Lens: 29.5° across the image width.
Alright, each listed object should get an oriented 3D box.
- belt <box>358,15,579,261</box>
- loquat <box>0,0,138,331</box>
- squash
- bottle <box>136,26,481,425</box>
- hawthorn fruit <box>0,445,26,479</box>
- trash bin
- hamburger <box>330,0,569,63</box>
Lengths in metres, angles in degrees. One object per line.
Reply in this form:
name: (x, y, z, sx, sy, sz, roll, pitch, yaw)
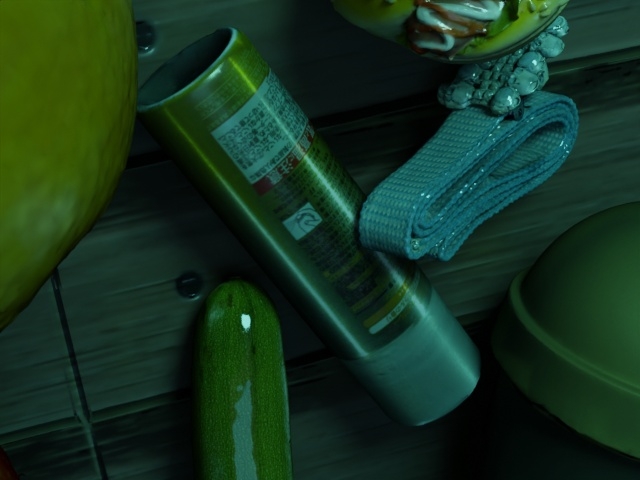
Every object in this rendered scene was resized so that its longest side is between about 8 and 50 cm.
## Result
belt: (0.092, -0.058, 0.752, 0.179, 0.065, 0.100, -41, 129, -33)
loquat: (-0.242, -0.077, 0.540, 0.328, 0.328, 0.328, -6, 111, -15)
squash: (-0.049, 0.149, 0.789, 0.066, 0.066, 0.252, -6, 92, -15)
bottle: (0.000, 0.000, 0.769, 0.082, 0.082, 0.286, -39, 115, 0)
hawthorn fruit: (-0.254, 0.169, 0.715, 0.169, 0.169, 0.188, -4, 87, -15)
trash bin: (0.205, 0.134, 0.812, 0.214, 0.214, 0.334, 6, 111, -19)
hamburger: (0.094, -0.197, 0.681, 0.116, 0.173, 0.210, 27, 102, -49)
